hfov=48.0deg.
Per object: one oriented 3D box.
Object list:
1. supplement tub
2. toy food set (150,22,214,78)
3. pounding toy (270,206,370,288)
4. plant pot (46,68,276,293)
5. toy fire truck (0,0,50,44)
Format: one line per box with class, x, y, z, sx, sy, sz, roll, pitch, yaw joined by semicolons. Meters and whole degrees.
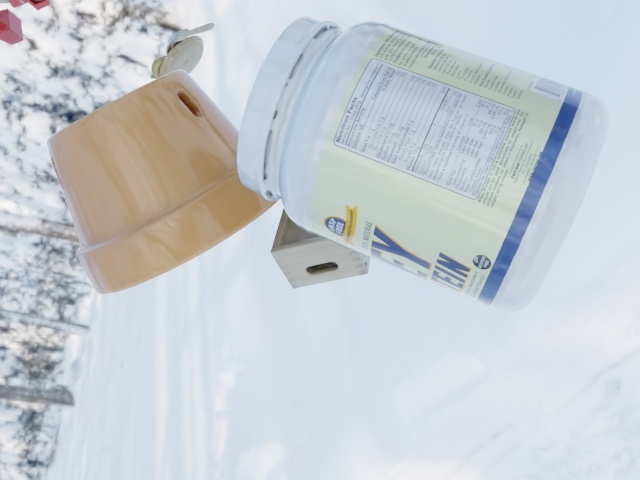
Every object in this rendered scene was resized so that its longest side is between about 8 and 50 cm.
supplement tub;0.102;-0.088;0.755;0.235;0.325;0.235;23;-90;-77
toy food set;-0.301;-0.386;1.516;0.132;0.038;0.192;-37;-12;-47
pounding toy;0.000;0.000;0.980;0.141;0.100;0.130;-13;38;22
plant pot;-0.219;-0.090;0.951;0.203;0.291;0.291;61;168;-14
toy fire truck;-0.524;-0.406;1.178;0.192;0.135;0.047;39;-144;-67
